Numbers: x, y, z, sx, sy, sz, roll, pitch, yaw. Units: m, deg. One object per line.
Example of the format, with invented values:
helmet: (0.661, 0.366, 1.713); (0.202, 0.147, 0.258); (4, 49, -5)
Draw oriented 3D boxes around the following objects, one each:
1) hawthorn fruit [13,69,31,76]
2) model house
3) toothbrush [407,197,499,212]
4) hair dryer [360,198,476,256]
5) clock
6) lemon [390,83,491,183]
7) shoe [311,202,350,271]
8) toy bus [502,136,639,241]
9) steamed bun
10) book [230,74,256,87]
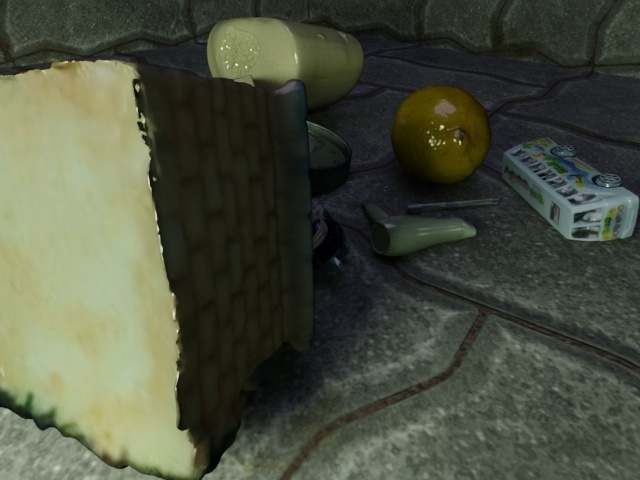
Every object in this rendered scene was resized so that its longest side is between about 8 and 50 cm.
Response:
hawthorn fruit: (-0.825, -0.385, 1.337); (0.252, 0.199, 0.199); (22, 36, 8)
model house: (-0.212, -0.003, 0.614); (0.446, 0.394, 0.400); (2, 17, 28)
toothbrush: (0.294, -0.078, 1.003); (0.220, 0.019, 0.016); (-6, 35, -11)
hair dryer: (0.162, -0.045, 0.928); (0.207, 0.075, 0.237); (-7, 25, -25)
clock: (-0.077, -0.225, 1.127); (0.319, 0.066, 0.318); (11, 35, -8)
lemon: (0.283, -0.251, 1.083); (0.236, 0.235, 0.263); (12, 41, 17)
shoe: (0.000, 0.000, 0.818); (0.091, 0.106, 0.207); (-44, 14, 9)
toy bus: (0.528, -0.118, 0.994); (0.136, 0.108, 0.329); (-11, 33, -1)
steamed bun: (-0.121, -0.559, 1.504); (0.456, 0.289, 0.371); (21, 26, 39)
book: (-0.321, -0.375, 1.158); (0.300, 0.039, 0.428); (-13, 21, -6)
